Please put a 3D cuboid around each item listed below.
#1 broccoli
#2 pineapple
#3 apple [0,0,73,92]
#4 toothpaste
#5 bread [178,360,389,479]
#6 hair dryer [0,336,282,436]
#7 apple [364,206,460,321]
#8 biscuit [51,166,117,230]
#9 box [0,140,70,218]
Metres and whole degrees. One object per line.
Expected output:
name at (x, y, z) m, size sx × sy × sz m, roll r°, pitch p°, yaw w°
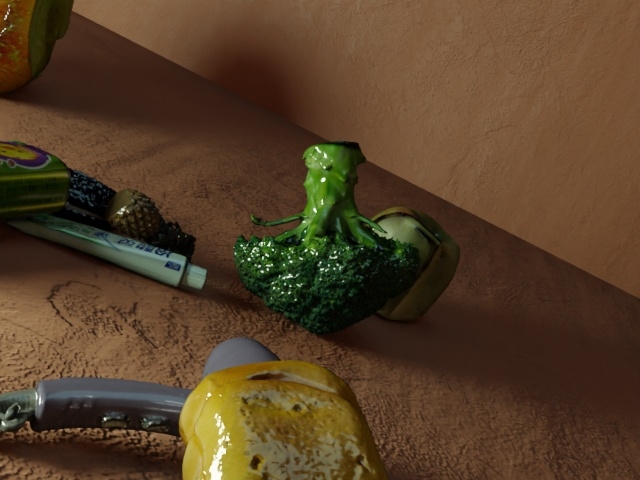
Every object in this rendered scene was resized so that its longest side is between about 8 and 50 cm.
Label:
broccoli at (0.000, 0.000, 1.457) m, size 0.298 × 0.297 × 0.297 m, roll -3°, pitch -7°, yaw 0°
pineapple at (-0.251, -0.014, 1.403) m, size 0.159 × 0.074 × 0.074 m, roll 42°, pitch 4°, yaw -36°
apple at (-0.662, -0.468, 1.869) m, size 0.384 × 0.374 × 0.374 m, roll 61°, pitch 24°, yaw 10°
toothpaste at (-0.309, 0.010, 1.343) m, size 0.297 × 0.048 × 0.075 m, roll 19°, pitch 16°, yaw -10°
bread at (-0.027, 0.238, 0.740) m, size 0.167 × 0.132 × 0.294 m, roll 9°, pitch 39°, yaw -22°
hair dryer at (-0.167, 0.200, 0.895) m, size 0.361 × 0.121 × 0.301 m, roll 9°, pitch 29°, yaw -22°
apple at (0.151, 0.041, 1.722) m, size 0.207 × 0.188 × 0.174 m, roll 25°, pitch 18°, yaw -31°
biscuit at (-0.387, -0.072, 1.438) m, size 0.195 × 0.053 × 0.194 m, roll 26°, pitch 8°, yaw -4°
box at (-0.488, -0.069, 1.180) m, size 0.134 × 0.097 × 0.345 m, roll 23°, pitch 16°, yaw 23°
